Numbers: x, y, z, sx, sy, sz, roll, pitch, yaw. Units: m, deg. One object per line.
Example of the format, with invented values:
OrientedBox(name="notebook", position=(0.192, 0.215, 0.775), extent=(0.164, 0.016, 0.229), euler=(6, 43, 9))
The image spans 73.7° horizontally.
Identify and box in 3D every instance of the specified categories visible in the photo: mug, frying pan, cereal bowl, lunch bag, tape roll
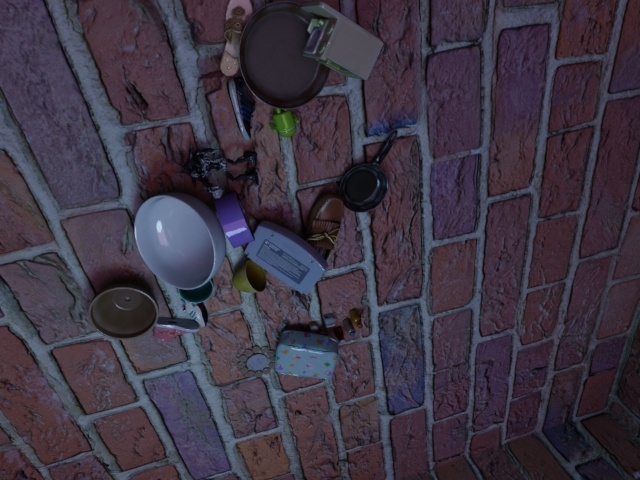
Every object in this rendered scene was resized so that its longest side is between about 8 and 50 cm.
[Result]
OrientedBox(name="mug", position=(-0.478, 0.148, 1.620), extent=(0.130, 0.097, 0.157), euler=(-21, 121, -4))
OrientedBox(name="frying pan", position=(0.169, -0.260, 1.614), extent=(0.197, 0.053, 0.326), euler=(-2, 116, -15))
OrientedBox(name="cereal bowl", position=(-0.461, -0.011, 1.469), extent=(0.339, 0.141, 0.338), euler=(10, 115, 21))
OrientedBox(name="lunch bag", position=(-0.067, 0.510, 1.894), extent=(0.279, 0.107, 0.224), euler=(9, 128, 0))
OrientedBox(name="tape roll", position=(-0.300, -0.073, 1.498), extent=(0.080, 0.189, 0.188), euler=(-21, 121, -5))

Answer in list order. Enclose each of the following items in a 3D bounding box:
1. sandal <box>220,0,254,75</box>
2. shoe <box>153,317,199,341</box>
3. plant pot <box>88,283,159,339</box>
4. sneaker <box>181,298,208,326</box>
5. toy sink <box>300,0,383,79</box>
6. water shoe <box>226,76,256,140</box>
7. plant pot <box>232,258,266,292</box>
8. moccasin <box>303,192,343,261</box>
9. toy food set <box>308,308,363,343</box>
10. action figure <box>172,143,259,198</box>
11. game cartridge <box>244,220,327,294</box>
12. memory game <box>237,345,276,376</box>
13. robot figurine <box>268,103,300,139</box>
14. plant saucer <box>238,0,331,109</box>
OrientedBox(name="sandal", position=(-0.250, -0.614, 1.283), extent=(0.088, 0.079, 0.240), euler=(10, 114, -21))
OrientedBox(name="shoe", position=(-0.585, 0.365, 1.730), extent=(0.178, 0.063, 0.081), euler=(10, 116, -15))
OrientedBox(name="plant pot", position=(-0.725, 0.245, 1.594), extent=(0.238, 0.109, 0.237), euler=(-7, 120, -12))
OrientedBox(name="sneaker", position=(-0.508, 0.283, 1.717), extent=(0.075, 0.057, 0.161), euler=(-8, 122, 7))
OrientedBox(name="toy sink", position=(0.040, -0.592, 1.287), extent=(0.234, 0.153, 0.131), euler=(17, 105, -34))
OrientedBox(name="water shoe", position=(-0.242, -0.426, 1.392), extent=(0.080, 0.073, 0.203), euler=(-18, 122, -9))
OrientedBox(name="plant pot", position=(-0.288, 0.149, 1.670), extent=(0.095, 0.134, 0.134), euler=(-20, 124, 23))
OrientedBox(name="moccasin", position=(-0.003, -0.001, 1.647), extent=(0.139, 0.147, 0.379), euler=(17, 112, -23))
OrientedBox(name="toy food set", position=(0.071, 0.398, 1.909), extent=(0.232, 0.104, 0.111), euler=(-12, 120, -10))
OrientedBox(name="action figure", position=(-0.346, -0.238, 1.426), extent=(0.276, 0.141, 0.164), euler=(-6, 120, -17))
OrientedBox(name="game cartridge", position=(-0.128, 0.061, 1.604), extent=(0.297, 0.062, 0.198), euler=(34, 123, -1))
OrientedBox(name="memory game", position=(-0.286, 0.553, 1.944), extent=(0.186, 0.012, 0.186), euler=(-7, 119, -13))
OrientedBox(name="robot figurine", position=(-0.121, -0.401, 1.443), extent=(0.101, 0.067, 0.115), euler=(-27, 122, -13))
OrientedBox(name="plant saucer", position=(-0.110, -0.574, 1.340), extent=(0.311, 0.050, 0.310), euler=(-11, 117, -21))
